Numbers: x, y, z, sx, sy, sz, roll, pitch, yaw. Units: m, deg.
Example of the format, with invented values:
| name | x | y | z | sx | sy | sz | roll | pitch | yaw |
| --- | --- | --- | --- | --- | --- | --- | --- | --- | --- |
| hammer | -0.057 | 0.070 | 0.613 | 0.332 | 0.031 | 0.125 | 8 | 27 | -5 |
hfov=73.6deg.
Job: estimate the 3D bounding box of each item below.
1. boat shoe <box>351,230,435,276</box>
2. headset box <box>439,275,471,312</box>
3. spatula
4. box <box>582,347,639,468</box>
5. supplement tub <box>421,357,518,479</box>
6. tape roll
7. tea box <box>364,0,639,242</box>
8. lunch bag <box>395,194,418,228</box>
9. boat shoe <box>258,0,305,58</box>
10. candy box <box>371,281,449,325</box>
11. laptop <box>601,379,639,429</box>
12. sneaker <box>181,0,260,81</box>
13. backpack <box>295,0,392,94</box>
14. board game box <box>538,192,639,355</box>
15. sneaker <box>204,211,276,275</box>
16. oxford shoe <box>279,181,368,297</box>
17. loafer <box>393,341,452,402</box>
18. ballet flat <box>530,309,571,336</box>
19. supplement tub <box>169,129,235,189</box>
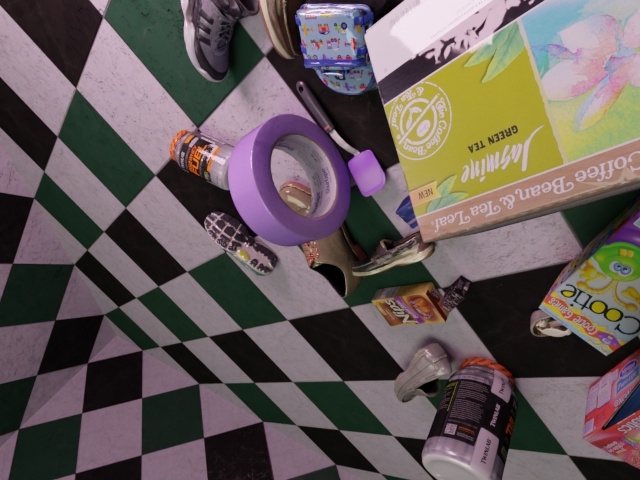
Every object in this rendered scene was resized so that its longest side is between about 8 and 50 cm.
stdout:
| name | x | y | z | sx | sy | sz | roll | pitch | yaw |
| --- | --- | --- | --- | --- | --- | --- | --- | --- | --- |
| boat shoe | 0.170 | 0.030 | 1.065 | 0.224 | 0.080 | 0.073 | -19 | 101 | 32 |
| headset box | 0.331 | 0.135 | 1.059 | 0.032 | 0.062 | 0.083 | 34 | 142 | 6 |
| spatula | 0.043 | -0.229 | 0.949 | 0.296 | 0.030 | 0.084 | 50 | 139 | -14 |
| box | 0.707 | 0.341 | 0.900 | 0.142 | 0.154 | 0.299 | 25 | 138 | 16 |
| supplement tub | 0.409 | 0.486 | 1.143 | 0.194 | 0.316 | 0.193 | 21 | 139 | 19 |
| tape roll | -0.059 | -0.128 | 0.932 | 0.090 | 0.274 | 0.274 | -17 | 117 | 45 |
| tea box | 0.277 | -0.197 | 0.546 | 0.329 | 0.220 | 0.323 | -23 | 81 | 48 |
| lunch bag | 0.221 | -0.075 | 0.932 | 0.065 | 0.067 | 0.098 | 42 | 140 | -5 |
| boat shoe | -0.057 | -0.456 | 0.754 | 0.095 | 0.095 | 0.257 | 7 | 132 | 26 |
| candy box | 0.246 | 0.179 | 1.178 | 0.187 | 0.053 | 0.109 | -16 | 118 | 47 |
| laptop | 0.672 | 0.155 | 0.574 | 0.408 | 0.236 | 0.381 | 25 | 117 | 16 |
| sneaker | -0.194 | -0.441 | 0.863 | 0.153 | 0.101 | 0.268 | 23 | 137 | 22 |
| backpack | 0.045 | -0.341 | 0.769 | 0.158 | 0.117 | 0.173 | 18 | 140 | 25 |
| board game box | 0.534 | 0.049 | 0.731 | 0.144 | 0.142 | 0.275 | 39 | 144 | 21 |
| sneaker | -0.270 | 0.023 | 1.392 | 0.275 | 0.107 | 0.110 | 44 | 151 | -7 |
| oxford shoe | 0.000 | 0.000 | 1.128 | 0.348 | 0.130 | 0.123 | 49 | 140 | -13 |
| loafer | 0.311 | 0.436 | 1.319 | 0.111 | 0.112 | 0.319 | 58 | 153 | 33 |
| ballet flat | 0.556 | 0.174 | 0.917 | 0.072 | 0.068 | 0.213 | 50 | 140 | -13 |
| supplement tub | -0.304 | -0.222 | 1.157 | 0.190 | 0.117 | 0.117 | 25 | 140 | 15 |
